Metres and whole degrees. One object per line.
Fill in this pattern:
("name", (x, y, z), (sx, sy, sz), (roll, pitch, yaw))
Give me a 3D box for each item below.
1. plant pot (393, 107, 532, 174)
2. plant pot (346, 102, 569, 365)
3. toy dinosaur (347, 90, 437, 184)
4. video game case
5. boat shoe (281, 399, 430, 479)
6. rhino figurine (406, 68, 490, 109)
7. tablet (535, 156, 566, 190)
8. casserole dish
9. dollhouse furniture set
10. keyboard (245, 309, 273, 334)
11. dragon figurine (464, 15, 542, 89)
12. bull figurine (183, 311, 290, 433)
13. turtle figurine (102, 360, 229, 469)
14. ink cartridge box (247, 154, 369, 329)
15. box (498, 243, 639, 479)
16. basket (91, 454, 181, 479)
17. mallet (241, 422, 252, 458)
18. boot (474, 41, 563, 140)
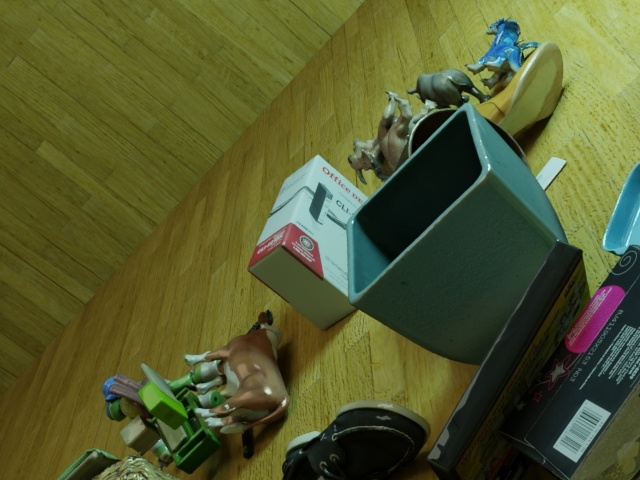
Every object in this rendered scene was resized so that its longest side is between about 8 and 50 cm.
("plant pot", (0.192, -0.060, 1.830), (0.230, 0.215, 0.215), (-53, 10, 53))
("plant pot", (0.208, 0.019, 1.497), (0.248, 0.252, 0.247), (-45, 19, 20))
("toy dinosaur", (0.158, -0.172, 2.169), (0.296, 0.127, 0.200), (-122, 48, -70))
("video game case", (0.221, 0.169, 1.246), (0.035, 0.248, 0.275), (26, 73, 28))
("boat shoe", (0.031, 0.314, 1.564), (0.340, 0.127, 0.113), (-31, 28, 52))
("rhino figurine", (0.246, -0.301, 2.295), (0.073, 0.106, 0.243), (-53, 17, -7))
("tablet", (0.351, -0.096, 1.785), (0.083, 0.006, 0.054), (-51, 17, 0))
("casserole dish", (0.428, -0.047, 1.442), (0.114, 0.037, 0.188), (-25, 30, 55))
("dollhouse furniture set", (-0.368, 0.391, 2.091), (0.301, 0.197, 0.151), (-44, 40, 2))
("keyboard", (-0.174, 0.225, 2.413), (0.192, 0.038, 0.100), (-51, 17, 3))
("dragon figurine", (0.368, -0.363, 2.149), (0.144, 0.085, 0.289), (-53, 16, -4))
("bull figurine", (-0.147, 0.249, 2.114), (0.188, 0.101, 0.310), (-21, 25, -2))
("turtle figurine", (-0.289, 0.361, 2.326), (0.266, 0.275, 0.198), (-21, 6, 23))
("ink cartridge box", (0.000, 0.000, 2.156), (0.114, 0.197, 0.273), (-35, 24, 38))
("box", (0.327, 0.151, 1.119), (0.247, 0.142, 0.163), (-54, 18, -3))
("basket", (-0.346, 0.537, 1.915), (0.299, 0.213, 0.223), (-51, 16, 1))
("mallet", (-0.135, 0.337, 2.101), (0.062, 0.039, 0.190), (-47, 22, 6))
("boot", (0.285, -0.217, 1.967), (0.211, 0.104, 0.295), (8, 67, 50))
